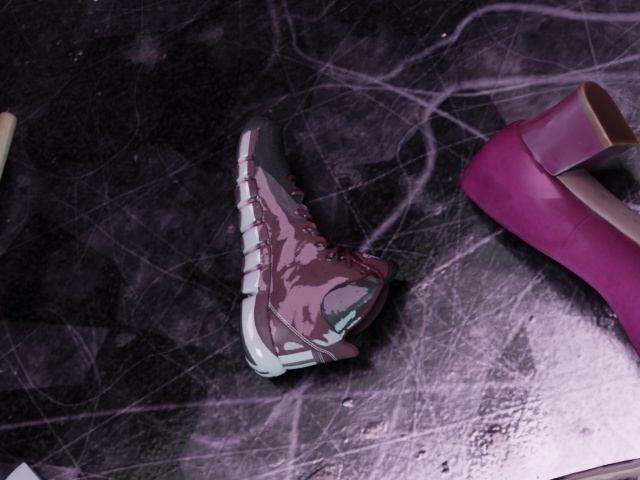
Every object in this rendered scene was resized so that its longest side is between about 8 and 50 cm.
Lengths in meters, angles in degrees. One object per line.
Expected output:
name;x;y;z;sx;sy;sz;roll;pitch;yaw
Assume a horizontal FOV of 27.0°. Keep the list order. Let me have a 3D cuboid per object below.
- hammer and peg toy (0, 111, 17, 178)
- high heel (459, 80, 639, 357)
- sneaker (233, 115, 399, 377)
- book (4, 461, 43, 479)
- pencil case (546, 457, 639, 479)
hammer and peg toy;-0.495;-0.035;1.540;0.361;0.127;0.266;16;64;18
high heel;0.274;0.044;1.299;0.181;0.127;0.377;-37;62;37
sneaker;0.000;0.000;1.397;0.163;0.106;0.281;-6;77;11
book;-0.300;0.315;1.398;0.096;0.035;0.144;-46;60;-8
pencil case;0.278;0.253;1.146;0.410;0.160;0.183;-16;94;12
